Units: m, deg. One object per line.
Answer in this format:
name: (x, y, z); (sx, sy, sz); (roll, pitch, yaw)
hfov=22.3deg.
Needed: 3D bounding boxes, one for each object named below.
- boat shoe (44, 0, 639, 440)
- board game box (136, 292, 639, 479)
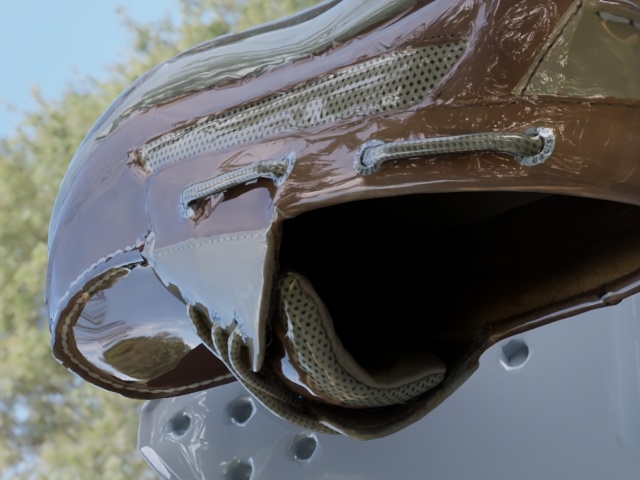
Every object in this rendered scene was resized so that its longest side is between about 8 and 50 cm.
boat shoe: (0.000, 0.000, 0.525); (0.324, 0.123, 0.116); (-32, 40, 48)
board game box: (0.163, 0.030, 0.565); (0.390, 0.390, 0.050); (-51, -43, 0)
